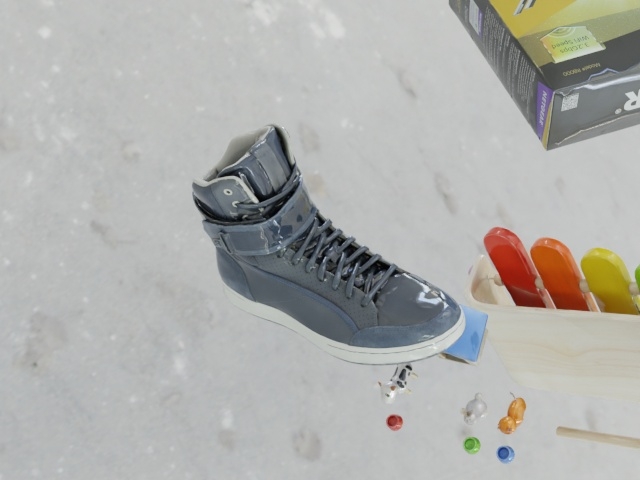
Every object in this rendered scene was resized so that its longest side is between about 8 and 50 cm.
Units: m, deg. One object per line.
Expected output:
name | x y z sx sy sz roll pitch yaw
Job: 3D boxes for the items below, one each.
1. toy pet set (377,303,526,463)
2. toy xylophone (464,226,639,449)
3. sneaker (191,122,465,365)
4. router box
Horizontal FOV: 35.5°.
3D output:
toy pet set | 0.109 0.114 0.841 0.065 0.122 0.114 37 67 -53
toy xylophone | 0.282 0.104 0.948 0.081 0.323 0.236 -51 131 -30
sneaker | -0.002 0.001 0.761 0.086 0.226 0.163 -50 142 -37
router box | 0.315 -0.235 1.000 0.309 0.081 0.243 -17 51 -8
